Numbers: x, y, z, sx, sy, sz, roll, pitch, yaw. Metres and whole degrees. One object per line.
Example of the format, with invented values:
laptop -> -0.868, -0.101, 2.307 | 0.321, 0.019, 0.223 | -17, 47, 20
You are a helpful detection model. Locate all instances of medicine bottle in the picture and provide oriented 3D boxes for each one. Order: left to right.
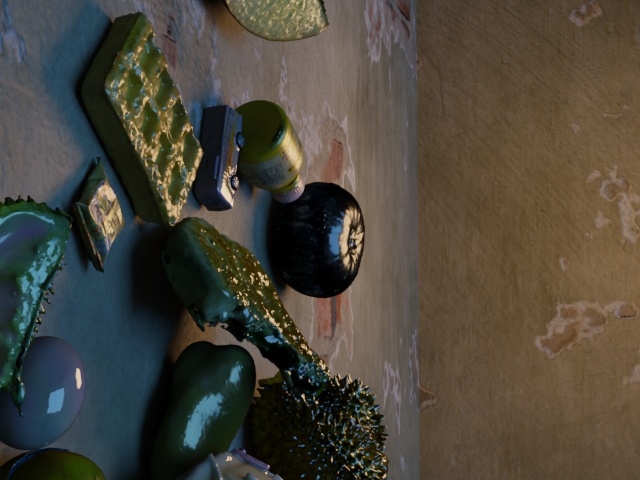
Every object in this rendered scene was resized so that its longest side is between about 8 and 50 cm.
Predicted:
medicine bottle -> -0.087, -0.146, 1.918 | 0.212, 0.122, 0.121 | 60, 33, -58

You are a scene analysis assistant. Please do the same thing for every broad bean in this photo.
broad bean -> -0.186, 0.279, 1.606 | 0.189, 0.121, 0.263 | 70, 39, -59

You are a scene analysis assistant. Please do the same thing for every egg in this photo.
egg -> -0.310, 0.165, 1.170 | 0.135, 0.103, 0.103 | -76, 158, -47

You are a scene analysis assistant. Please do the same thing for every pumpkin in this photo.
pumpkin -> 0.000, 0.000, 2.136 | 0.233, 0.163, 0.233 | -1, 90, -71

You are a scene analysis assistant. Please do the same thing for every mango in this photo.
mango -> -0.306, 0.295, 1.136 | 0.233, 0.125, 0.111 | -49, 142, -67

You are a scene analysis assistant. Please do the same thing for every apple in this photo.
apple -> -0.094, -0.484, 1.829 | 0.346, 0.179, 0.254 | 60, 45, -62

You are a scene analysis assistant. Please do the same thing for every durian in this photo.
durian -> -0.340, 0.060, 1.104 | 0.137, 0.095, 0.220 | 24, 62, -32
durian -> -0.006, 0.367, 1.985 | 0.293, 0.258, 0.258 | 43, 46, -46

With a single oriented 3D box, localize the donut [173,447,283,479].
donut -> -0.148, 0.481, 1.490 | 0.383, 0.142, 0.382 | 16, 90, -69

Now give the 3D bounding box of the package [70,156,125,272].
package -> -0.287, -0.034, 1.395 | 0.120, 0.031, 0.108 | -78, 160, -53

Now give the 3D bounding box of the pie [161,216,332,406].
pie -> -0.119, 0.091, 1.628 | 0.371, 0.078, 0.296 | 46, 11, -39

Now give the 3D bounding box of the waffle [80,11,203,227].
waffle -> -0.246, -0.163, 1.496 | 0.274, 0.057, 0.168 | 72, 24, -44

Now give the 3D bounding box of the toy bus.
toy bus -> -0.167, -0.137, 1.767 | 0.072, 0.057, 0.172 | 44, 46, -57
